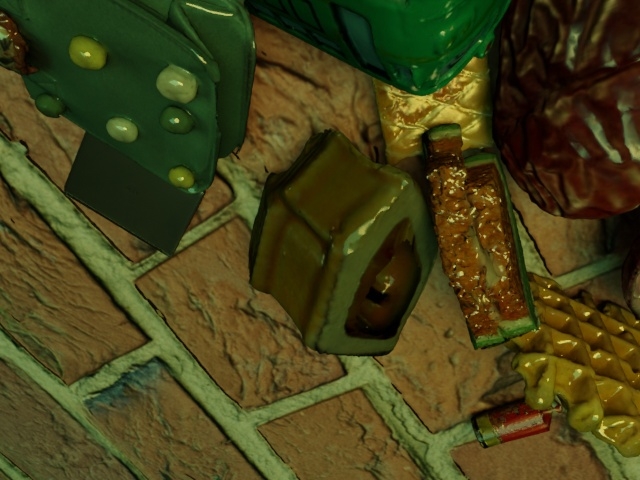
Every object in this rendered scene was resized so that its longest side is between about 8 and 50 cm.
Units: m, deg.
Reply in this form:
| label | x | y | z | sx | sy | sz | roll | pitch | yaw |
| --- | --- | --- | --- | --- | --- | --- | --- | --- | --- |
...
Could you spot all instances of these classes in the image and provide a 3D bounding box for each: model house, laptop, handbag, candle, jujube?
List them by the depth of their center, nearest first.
| label | x | y | z | sx | sy | sz | roll | pitch | yaw |
| --- | --- | --- | --- | --- | --- | --- | --- | --- | --- |
| jujube | 0.257 | -0.197 | 0.426 | 0.217 | 0.216 | 0.341 | -10 | 103 | 13 |
| handbag | -0.212 | -0.171 | 0.483 | 0.274 | 0.100 | 0.268 | 26 | 158 | -6 |
| model house | 0.007 | -0.009 | 0.567 | 0.239 | 0.174 | 0.267 | 43 | 126 | 37 |
| laptop | -0.263 | -0.068 | 0.658 | 0.180 | 0.016 | 0.129 | 32 | 114 | -7 |
| candle | 0.296 | 0.269 | 0.702 | 0.131 | 0.052 | 0.052 | -27 | 107 | 18 |

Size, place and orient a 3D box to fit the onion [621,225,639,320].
| label | x | y | z | sx | sy | sz | roll | pitch | yaw |
| --- | --- | --- | --- | --- | --- | --- | --- | --- | --- |
| onion | 0.413 | -0.025 | 0.499 | 0.248 | 0.111 | 0.250 | 15 | 127 | -29 |

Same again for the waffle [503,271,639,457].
| label | x | y | z | sx | sy | sz | roll | pitch | yaw |
| --- | --- | --- | --- | --- | --- | --- | --- | --- | --- |
| waffle | 0.332 | 0.134 | 0.561 | 0.310 | 0.283 | 0.065 | -1 | 131 | -39 |

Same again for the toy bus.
| label | x | y | z | sx | sy | sz | roll | pitch | yaw |
| --- | --- | --- | --- | --- | --- | --- | --- | --- | --- |
| toy bus | 0.008 | -0.263 | 0.375 | 0.344 | 0.199 | 0.183 | 36 | 86 | 20 |

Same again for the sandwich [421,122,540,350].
| label | x | y | z | sx | sy | sz | roll | pitch | yaw |
| --- | --- | --- | --- | --- | --- | --- | --- | --- | --- |
| sandwich | 0.161 | -0.012 | 0.473 | 0.079 | 0.159 | 0.234 | -15 | 74 | 18 |

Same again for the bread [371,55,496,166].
| label | x | y | z | sx | sy | sz | roll | pitch | yaw |
| --- | --- | --- | --- | --- | --- | --- | --- | --- | --- |
| bread | 0.120 | -0.187 | 0.517 | 0.126 | 0.068 | 0.188 | -9 | 112 | 12 |
